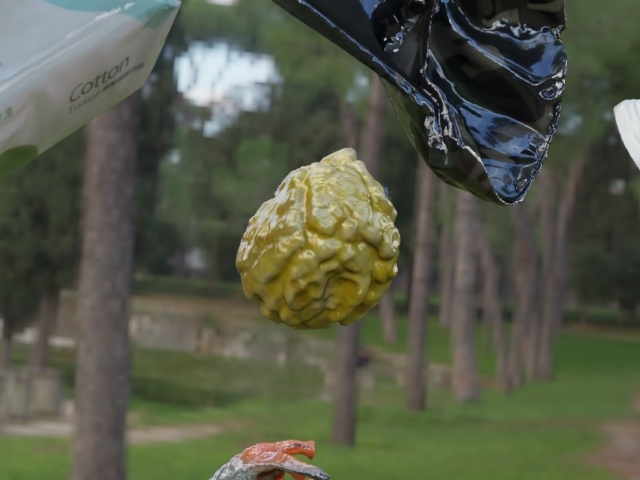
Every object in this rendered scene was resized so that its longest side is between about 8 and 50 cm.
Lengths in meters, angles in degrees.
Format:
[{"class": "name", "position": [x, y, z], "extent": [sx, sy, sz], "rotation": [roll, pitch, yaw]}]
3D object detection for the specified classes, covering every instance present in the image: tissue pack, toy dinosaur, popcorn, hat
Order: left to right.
[{"class": "tissue pack", "position": [-0.355, -0.208, 1.952], "extent": [0.356, 0.266, 0.194], "rotation": [-39, -14, -37]}, {"class": "toy dinosaur", "position": [-0.052, 0.192, 1.548], "extent": [0.101, 0.055, 0.279], "rotation": [4, -19, -19]}, {"class": "popcorn", "position": [0.000, 0.000, 1.901], "extent": [0.170, 0.180, 0.180], "rotation": [-17, 13, -41]}, {"class": "hat", "position": [0.082, -0.227, 2.098], "extent": [0.381, 0.366, 0.257], "rotation": [22, -40, 14]}]

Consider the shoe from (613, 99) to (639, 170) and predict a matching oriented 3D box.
[{"class": "shoe", "position": [0.372, -0.049, 1.803], "extent": [0.110, 0.265, 0.095], "rotation": [-35, -34, 13]}]
